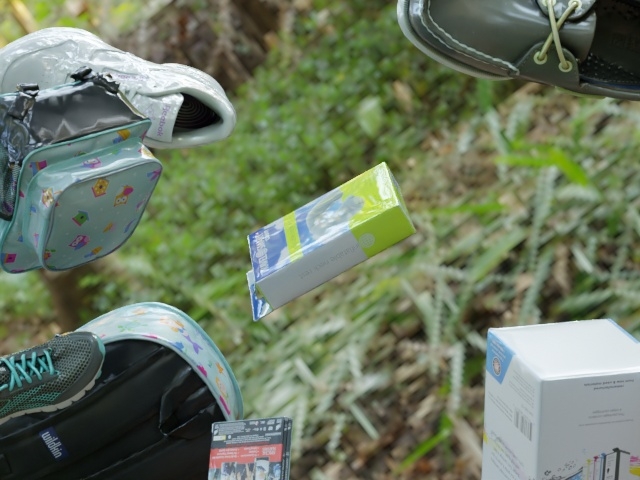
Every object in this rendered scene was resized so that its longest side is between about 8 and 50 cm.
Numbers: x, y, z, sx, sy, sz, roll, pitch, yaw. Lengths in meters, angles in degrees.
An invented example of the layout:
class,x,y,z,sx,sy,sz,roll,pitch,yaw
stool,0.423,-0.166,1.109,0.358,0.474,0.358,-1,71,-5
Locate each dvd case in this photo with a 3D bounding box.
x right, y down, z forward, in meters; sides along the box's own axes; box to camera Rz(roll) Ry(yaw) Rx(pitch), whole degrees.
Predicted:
class,x,y,z,sx,sy,sz,roll,pitch,yaw
dvd case,-0.061,0.207,1.339,0.087,0.013,0.119,-12,67,42

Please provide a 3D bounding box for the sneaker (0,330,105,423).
class,x,y,z,sx,sy,sz,roll,pitch,yaw
sneaker,-0.275,0.128,1.471,0.166,0.065,0.076,-27,-19,2

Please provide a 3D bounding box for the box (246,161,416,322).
class,x,y,z,sx,sy,sz,roll,pitch,yaw
box,0.000,0.000,1.576,0.178,0.042,0.109,-29,25,7

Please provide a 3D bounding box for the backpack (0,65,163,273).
class,x,y,z,sx,sy,sz,roll,pitch,yaw
backpack,-0.252,-0.052,1.565,0.166,0.144,0.188,-24,-21,-41

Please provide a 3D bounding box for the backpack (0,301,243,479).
class,x,y,z,sx,sy,sz,roll,pitch,yaw
backpack,-0.207,0.186,1.678,0.253,0.225,0.191,-28,15,16

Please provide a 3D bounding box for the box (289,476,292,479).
class,x,y,z,sx,sy,sz,roll,pitch,yaw
box,-0.044,0.224,1.343,0.083,0.018,0.067,39,107,49

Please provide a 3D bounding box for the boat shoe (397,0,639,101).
class,x,y,z,sx,sy,sz,roll,pitch,yaw
boat shoe,0.218,-0.178,1.386,0.091,0.305,0.109,-149,69,-73

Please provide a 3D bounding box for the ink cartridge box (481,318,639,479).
class,x,y,z,sx,sy,sz,roll,pitch,yaw
ink cartridge box,0.301,0.236,1.950,0.168,0.233,0.171,-4,19,-16

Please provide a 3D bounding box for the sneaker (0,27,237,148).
class,x,y,z,sx,sy,sz,roll,pitch,yaw
sneaker,-0.239,-0.177,1.921,0.152,0.305,0.114,-137,56,-65
